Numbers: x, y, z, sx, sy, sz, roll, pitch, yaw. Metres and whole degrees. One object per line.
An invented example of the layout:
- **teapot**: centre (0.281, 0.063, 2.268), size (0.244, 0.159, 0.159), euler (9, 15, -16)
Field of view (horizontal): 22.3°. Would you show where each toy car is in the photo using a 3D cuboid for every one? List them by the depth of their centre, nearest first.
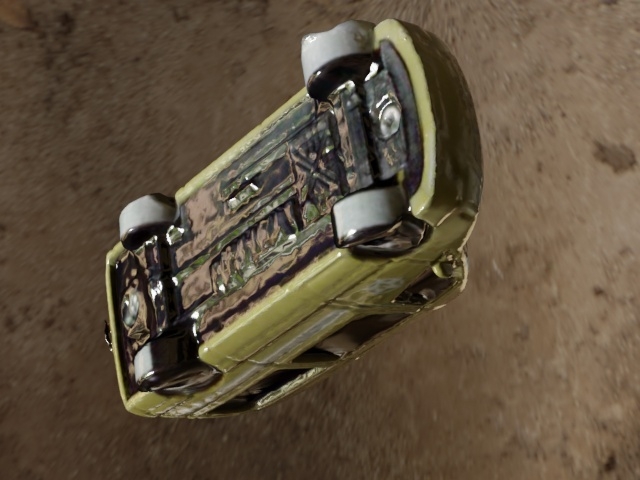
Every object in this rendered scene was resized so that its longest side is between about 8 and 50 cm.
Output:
- **toy car**: centre (0.000, 0.000, 0.770), size (0.256, 0.124, 0.101), euler (-35, 56, 43)
